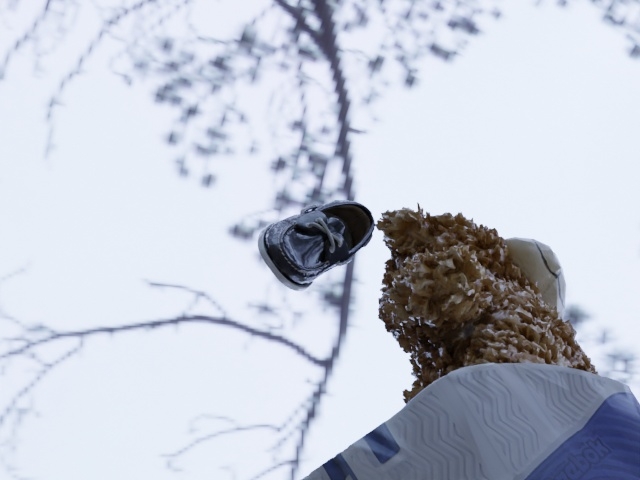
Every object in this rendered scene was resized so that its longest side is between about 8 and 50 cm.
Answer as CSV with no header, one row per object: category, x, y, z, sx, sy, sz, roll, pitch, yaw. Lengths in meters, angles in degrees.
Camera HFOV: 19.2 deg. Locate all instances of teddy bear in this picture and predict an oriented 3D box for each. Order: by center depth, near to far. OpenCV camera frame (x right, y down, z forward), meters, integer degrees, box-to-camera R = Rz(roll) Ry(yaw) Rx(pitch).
teddy bear,0.127,0.085,1.148,0.245,0.338,0.113,41,-78,-7

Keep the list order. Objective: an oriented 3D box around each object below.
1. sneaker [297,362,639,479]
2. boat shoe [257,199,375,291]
sneaker,0.011,0.168,0.843,0.127,0.315,0.182,62,-32,24
boat shoe,0.000,0.000,1.161,0.038,0.125,0.046,-34,-97,21
